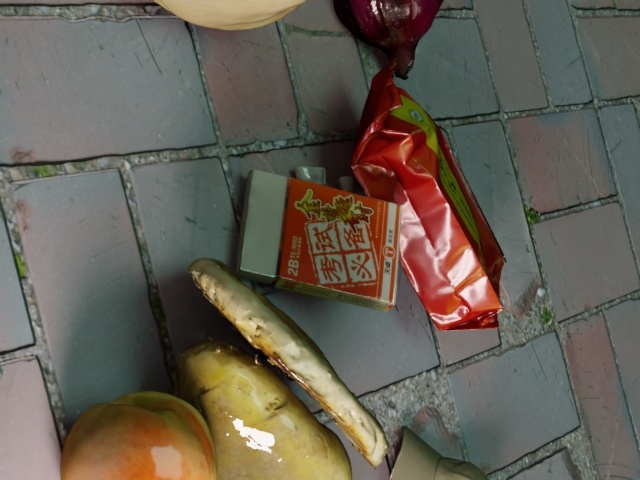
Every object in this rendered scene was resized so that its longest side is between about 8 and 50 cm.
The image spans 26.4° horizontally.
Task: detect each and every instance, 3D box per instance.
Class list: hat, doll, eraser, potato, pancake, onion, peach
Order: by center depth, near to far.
[{"bbox_3d":[-0.200,0.262,1.538,0.184,0.184,0.184,21,62,-47],"label":"peach"},{"bbox_3d":[-0.083,0.247,1.669,0.296,0.192,0.141,60,37,-21],"label":"potato"},{"bbox_3d":[-0.038,0.142,1.717,0.065,0.356,0.356,-46,123,-3],"label":"pancake"},{"bbox_3d":[0.000,0.000,1.900,0.230,0.038,0.157,13,65,-16],"label":"eraser"},{"bbox_3d":[0.041,-0.004,2.011,0.183,0.085,0.217,13,50,-51],"label":"doll"},{"bbox_3d":[0.190,0.363,2.042,0.173,0.144,0.166,71,29,-44],"label":"hat"},{"bbox_3d":[0.127,-0.370,2.210,0.195,0.140,0.218,-24,100,-59],"label":"onion"}]

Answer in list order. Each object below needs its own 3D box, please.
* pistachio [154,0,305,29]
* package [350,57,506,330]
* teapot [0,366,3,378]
[{"bbox_3d":[-0.120,-0.402,1.831,0.321,0.229,0.238,0,111,-43],"label":"pistachio"},{"bbox_3d":[0.164,-0.058,2.110,0.423,0.123,0.196,61,17,-21],"label":"package"},{"bbox_3d":[-0.422,0.230,1.297,0.193,0.129,0.294,56,41,-22],"label":"teapot"}]
